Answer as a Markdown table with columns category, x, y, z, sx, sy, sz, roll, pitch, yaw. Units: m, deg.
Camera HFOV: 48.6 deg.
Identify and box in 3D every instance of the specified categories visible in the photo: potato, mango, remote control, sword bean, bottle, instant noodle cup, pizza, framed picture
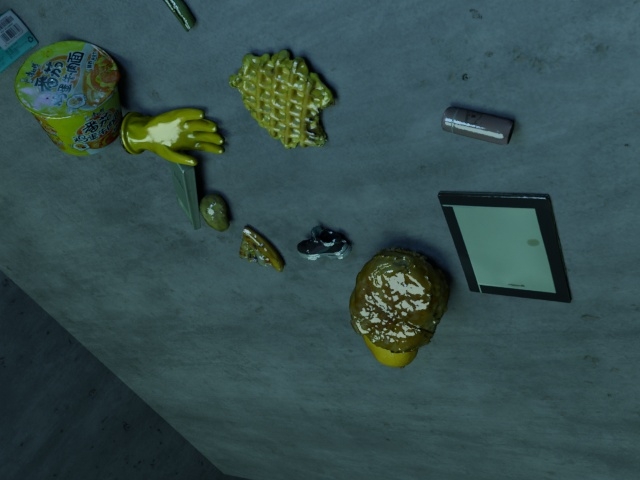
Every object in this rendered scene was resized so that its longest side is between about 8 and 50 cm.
| category | x | y | z | sx | sy | sz | roll | pitch | yaw |
| --- | --- | --- | --- | --- | --- | --- | --- | --- | --- |
| potato | -0.315 | -0.079 | 2.109 | 0.091 | 0.070 | 0.138 | 33 | 149 | 33 |
| mango | 0.202 | 0.264 | 2.102 | 0.176 | 0.119 | 0.317 | 10 | 131 | 33 |
| remote control | -0.394 | -0.152 | 2.077 | 0.123 | 0.038 | 0.285 | 53 | 158 | 30 |
| sword bean | -0.375 | -0.579 | 1.570 | 0.043 | 0.038 | 0.269 | -33 | 113 | 26 |
| bottle | 0.318 | -0.233 | 1.440 | 0.140 | 0.053 | 0.053 | 17 | 143 | 21 |
| instant noodle cup | -0.647 | -0.363 | 1.875 | 0.264 | 0.264 | 0.200 | 25 | 153 | 11 |
| pizza | -0.212 | 0.028 | 2.194 | 0.176 | 0.036 | 0.185 | -3 | 132 | 41 |
| framed picture | 0.441 | 0.019 | 1.690 | 0.265 | 0.016 | 0.347 | 3 | 136 | 35 |

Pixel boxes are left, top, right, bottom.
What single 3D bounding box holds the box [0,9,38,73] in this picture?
| category | x | y | z | sx | sy | sz | roll | pitch | yaw |
| --- | --- | --- | --- | --- | --- | --- | --- | --- | --- |
| box | -0.957 | -0.506 | 1.968 | 0.311 | 0.205 | 0.118 | -4 | 130 | 42 |

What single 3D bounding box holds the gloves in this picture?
| category | x | y | z | sx | sy | sz | roll | pitch | yaw |
| --- | --- | --- | --- | --- | --- | --- | --- | --- | --- |
| gloves | -0.386 | -0.285 | 1.898 | 0.294 | 0.116 | 0.133 | 5 | 145 | 24 |

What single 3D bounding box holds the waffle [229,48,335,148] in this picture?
| category | x | y | z | sx | sy | sz | roll | pitch | yaw |
| --- | --- | --- | --- | --- | --- | --- | --- | --- | --- |
| waffle | -0.077 | -0.321 | 1.643 | 0.291 | 0.051 | 0.291 | 23 | 146 | 17 |

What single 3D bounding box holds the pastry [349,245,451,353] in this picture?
| category | x | y | z | sx | sy | sz | roll | pitch | yaw |
| --- | --- | --- | --- | --- | --- | --- | --- | --- | --- |
| pastry | 0.213 | 0.150 | 1.891 | 0.255 | 0.162 | 0.311 | 27 | 127 | 7 |

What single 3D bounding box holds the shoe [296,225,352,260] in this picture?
| category | x | y | z | sx | sy | sz | roll | pitch | yaw |
| --- | --- | --- | --- | --- | --- | --- | --- | --- | --- |
| shoe | 0.000 | 0.000 | 1.969 | 0.169 | 0.071 | 0.099 | 1 | 132 | 31 |
